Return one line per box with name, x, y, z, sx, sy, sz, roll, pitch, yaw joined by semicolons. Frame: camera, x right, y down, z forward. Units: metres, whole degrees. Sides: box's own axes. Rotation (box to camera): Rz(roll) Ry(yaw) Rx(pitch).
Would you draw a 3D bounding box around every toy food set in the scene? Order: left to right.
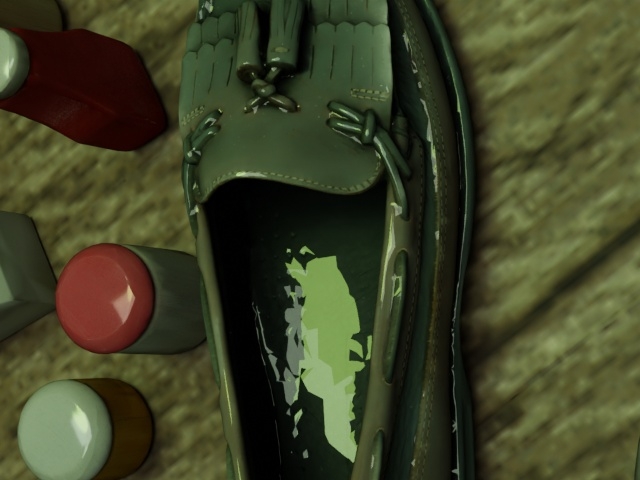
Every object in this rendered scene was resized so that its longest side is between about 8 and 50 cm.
toy food set;-0.124;-0.025;0.628;0.111;0.104;0.232;-29;75;20

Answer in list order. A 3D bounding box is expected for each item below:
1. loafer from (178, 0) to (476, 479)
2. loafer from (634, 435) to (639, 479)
loafer;0.000;0.000;0.581;0.096;0.084;0.267;-11;82;23
loafer;0.196;0.183;0.440;0.134;0.130;0.366;-24;80;0
